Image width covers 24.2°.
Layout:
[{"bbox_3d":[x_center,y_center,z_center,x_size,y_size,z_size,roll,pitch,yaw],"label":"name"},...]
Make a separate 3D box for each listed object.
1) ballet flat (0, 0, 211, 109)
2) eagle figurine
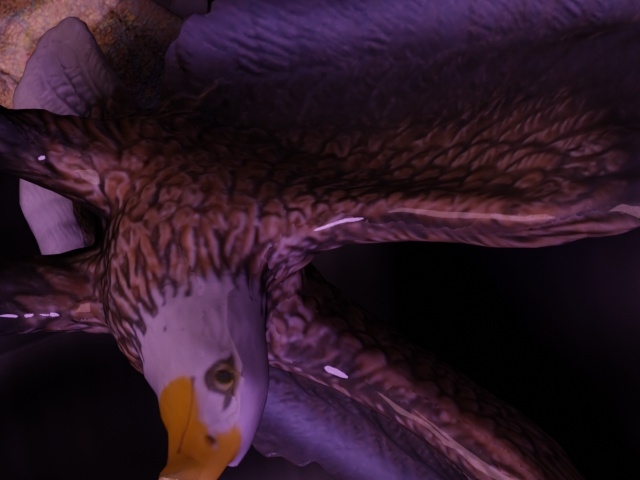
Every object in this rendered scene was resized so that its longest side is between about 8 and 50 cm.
[{"bbox_3d":[-0.118,-0.191,0.642,0.123,0.123,0.348,-40,63,45],"label":"ballet flat"},{"bbox_3d":[-0.001,0.008,0.447,0.226,0.298,0.225,103,172,-61],"label":"eagle figurine"}]
